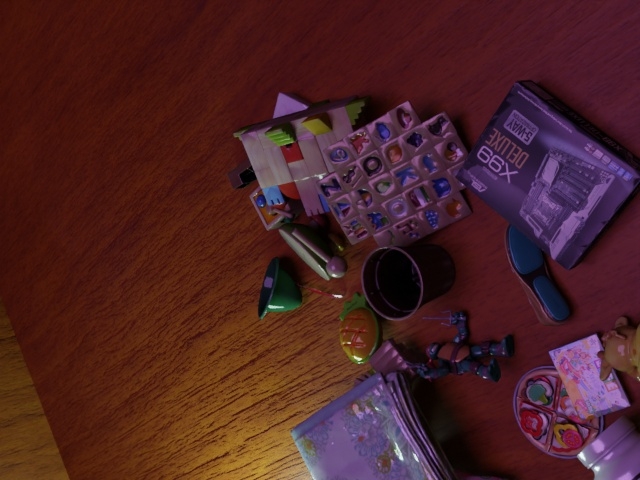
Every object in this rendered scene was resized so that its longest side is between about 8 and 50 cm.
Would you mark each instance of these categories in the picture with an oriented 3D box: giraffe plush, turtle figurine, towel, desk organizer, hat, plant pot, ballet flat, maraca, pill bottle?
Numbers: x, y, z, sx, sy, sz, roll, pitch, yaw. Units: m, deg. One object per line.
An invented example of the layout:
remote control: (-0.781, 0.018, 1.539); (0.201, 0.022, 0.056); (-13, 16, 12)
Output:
giraffe plush: (0.601, 0.209, 1.448); (0.210, 0.181, 0.170); (59, 153, 3)
turtle figurine: (0.303, 0.247, 1.748); (0.234, 0.118, 0.175); (4, 60, 40)
towel: (0.118, 0.510, 1.822); (0.374, 0.090, 0.320); (-40, 68, 35)
desk organizer: (-0.198, -0.190, 2.157); (0.130, 0.047, 0.050); (-29, 81, 42)
hat: (-0.058, 0.152, 2.116); (0.208, 0.184, 0.173); (-107, 34, -68)
plant pot: (0.206, 0.081, 1.762); (0.167, 0.165, 0.166); (10, 105, 40)
ballet flat: (0.432, 0.075, 1.621); (0.073, 0.080, 0.232); (123, 126, -68)
maraca: (0.096, 0.216, 1.942); (0.127, 0.099, 0.185); (-42, 45, 31)
pill bottle: (0.635, 0.486, 1.442); (0.323, 0.182, 0.181); (49, 127, 25)

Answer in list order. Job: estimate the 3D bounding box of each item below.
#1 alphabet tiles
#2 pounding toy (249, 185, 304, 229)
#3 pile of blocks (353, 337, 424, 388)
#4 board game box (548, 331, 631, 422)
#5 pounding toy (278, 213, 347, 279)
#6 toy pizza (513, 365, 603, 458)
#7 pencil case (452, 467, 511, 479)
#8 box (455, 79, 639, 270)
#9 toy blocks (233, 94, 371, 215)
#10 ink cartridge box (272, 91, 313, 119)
alphabet tiles: (0.170, -0.133, 1.748); (0.343, 0.011, 0.285); (-28, 99, 24)
pounding toy: (-0.109, -0.094, 2.057); (0.130, 0.100, 0.141); (-40, 71, 40)
pile of blocks: (0.161, 0.404, 1.909); (0.149, 0.113, 0.362); (28, 110, 35)
board game box: (0.540, 0.274, 1.571); (0.103, 0.026, 0.154); (-28, 79, 24)
pounding toy: (0.000, 0.000, 1.964); (0.183, 0.110, 0.237); (47, 171, -11)
toy pizza: (0.493, 0.364, 1.648); (0.201, 0.032, 0.201); (10, 105, 41)
pencil case: (0.311, 0.575, 1.804); (0.284, 0.124, 0.124); (2, 100, 43)
box: (0.451, -0.131, 1.545); (0.307, 0.077, 0.242); (44, 125, 22)
toy blocks: (-0.010, -0.183, 1.899); (0.382, 0.191, 0.260); (-10, 112, 28)
ink cartridge box: (-0.035, -0.249, 1.992); (0.232, 0.066, 0.189); (36, 121, 36)
